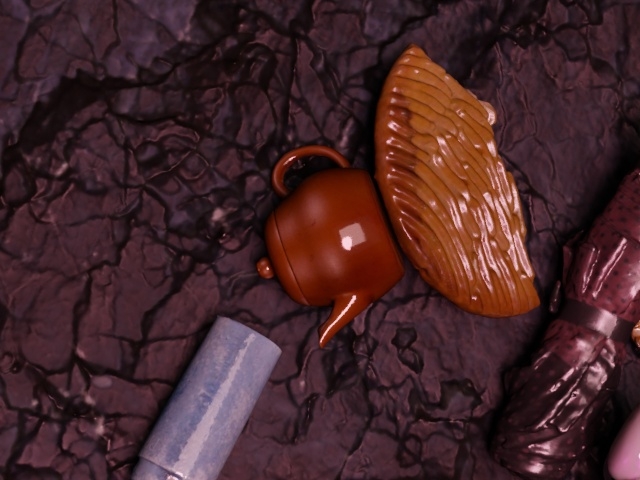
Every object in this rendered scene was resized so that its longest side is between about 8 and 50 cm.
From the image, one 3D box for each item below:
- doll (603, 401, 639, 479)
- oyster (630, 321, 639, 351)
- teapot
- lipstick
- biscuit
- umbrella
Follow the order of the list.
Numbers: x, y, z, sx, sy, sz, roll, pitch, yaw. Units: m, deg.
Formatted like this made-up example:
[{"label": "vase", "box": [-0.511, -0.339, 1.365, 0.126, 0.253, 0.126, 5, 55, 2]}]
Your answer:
[{"label": "doll", "box": [0.275, 0.298, 0.963, 0.240, 0.284, 0.310, 19, 82, 29]}, {"label": "oyster", "box": [0.395, 0.125, 1.100, 0.345, 0.078, 0.129, 40, 76, -1]}, {"label": "teapot", "box": [0.000, 0.000, 0.988, 0.116, 0.116, 0.173, -8, 60, -17]}, {"label": "lipstick", "box": [-0.117, 0.188, 0.946, 0.061, 0.068, 0.274, 31, 76, -8]}, {"label": "biscuit", "box": [0.119, -0.039, 1.036, 0.228, 0.031, 0.176, 45, 55, -23]}, {"label": "umbrella", "box": [0.229, 0.045, 1.037, 0.094, 0.090, 0.326, 23, 85, 27]}]
